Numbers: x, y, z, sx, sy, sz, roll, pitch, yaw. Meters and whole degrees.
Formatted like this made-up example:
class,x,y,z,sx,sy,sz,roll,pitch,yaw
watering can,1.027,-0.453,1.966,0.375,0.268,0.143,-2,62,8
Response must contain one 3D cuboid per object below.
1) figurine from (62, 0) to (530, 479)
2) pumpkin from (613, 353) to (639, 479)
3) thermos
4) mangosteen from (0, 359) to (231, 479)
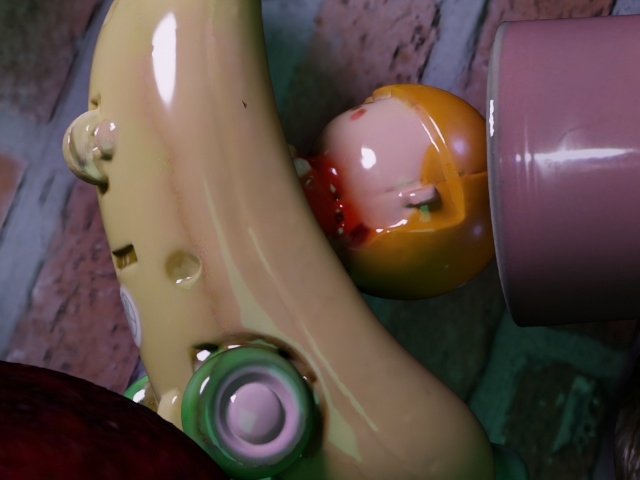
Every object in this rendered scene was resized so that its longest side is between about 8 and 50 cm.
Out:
class,x,y,z,sx,sy,sz,roll,pitch,yaw
figurine,0.000,0.000,0.810,0.222,0.124,0.324,-16,87,-23
pumpkin,0.261,0.053,0.902,0.221,0.139,0.317,14,88,-22
thermos,0.215,-0.052,0.765,0.265,0.146,0.176,-5,102,14
mangosteen,-0.151,0.194,0.666,0.311,0.311,0.311,-1,92,-20
